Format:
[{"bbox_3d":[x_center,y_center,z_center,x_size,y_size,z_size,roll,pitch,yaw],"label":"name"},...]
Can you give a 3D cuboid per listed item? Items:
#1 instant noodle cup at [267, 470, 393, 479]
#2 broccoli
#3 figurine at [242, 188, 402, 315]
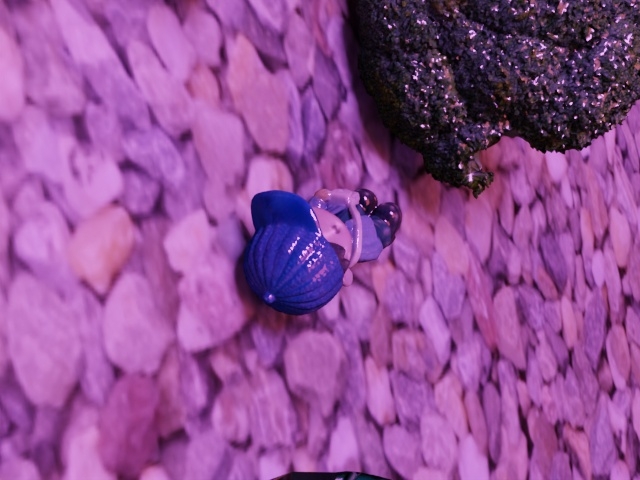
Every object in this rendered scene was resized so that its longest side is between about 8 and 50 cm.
[{"bbox_3d":[-0.003,0.278,0.569,0.240,0.240,0.178,-37,117,-42],"label":"instant noodle cup"},{"bbox_3d":[0.151,-0.186,0.809,0.269,0.261,0.241,53,9,25],"label":"broccoli"},{"bbox_3d":[0.000,0.000,0.718,0.149,0.086,0.087,-22,140,-57],"label":"figurine"}]
